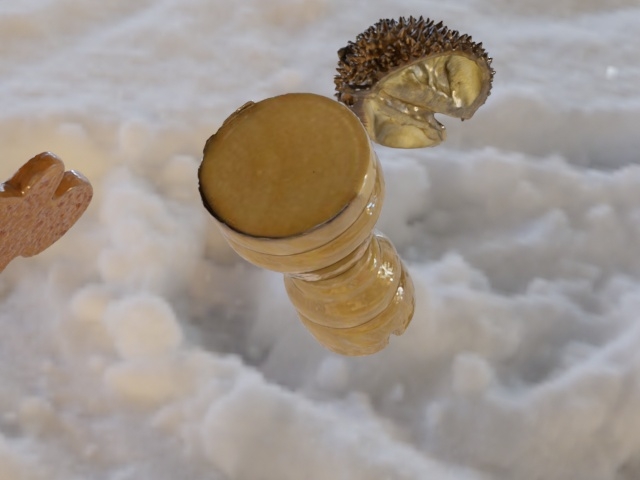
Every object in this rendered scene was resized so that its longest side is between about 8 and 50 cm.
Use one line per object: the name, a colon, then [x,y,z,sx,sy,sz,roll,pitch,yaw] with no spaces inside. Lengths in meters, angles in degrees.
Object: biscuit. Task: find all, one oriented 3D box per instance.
biscuit: [-0.277,-0.011,1.385,0.036,0.165,0.250,43,28,11]

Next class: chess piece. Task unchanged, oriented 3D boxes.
chess piece: [0.000,0.000,0.645,0.066,0.122,0.066,-6,61,11]

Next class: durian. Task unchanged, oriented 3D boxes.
durian: [0.052,-0.116,1.148,0.140,0.110,0.071,2,47,-48]
